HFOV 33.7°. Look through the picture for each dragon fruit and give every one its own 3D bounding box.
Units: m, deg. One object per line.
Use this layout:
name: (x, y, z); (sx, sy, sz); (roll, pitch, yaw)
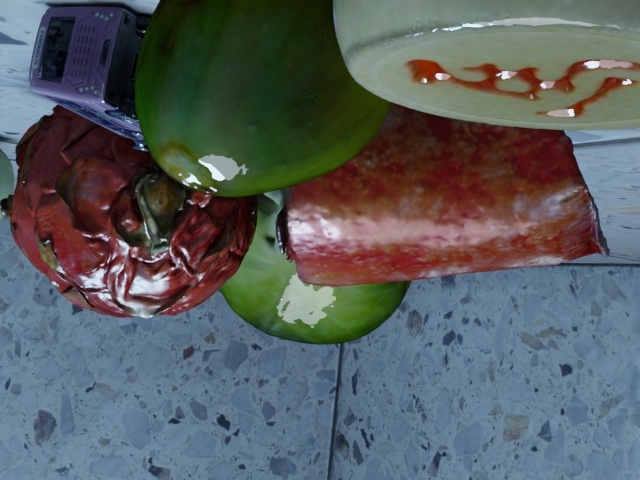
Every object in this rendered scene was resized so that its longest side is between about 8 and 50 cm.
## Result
dragon fruit: (-0.222, -0.043, 1.234); (0.277, 0.278, 0.342); (8, -176, -29)

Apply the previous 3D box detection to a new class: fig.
fig: (-0.046, -0.113, 0.762); (0.181, 0.191, 0.181); (27, 149, 18)

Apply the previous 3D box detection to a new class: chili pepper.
chili pepper: (0.115, -0.077, 1.027); (0.305, 0.229, 0.251); (-7, 144, 8)

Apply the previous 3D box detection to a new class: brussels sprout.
brussels sprout: (-0.005, 0.003, 1.496); (0.289, 0.281, 0.355); (22, 161, 5)

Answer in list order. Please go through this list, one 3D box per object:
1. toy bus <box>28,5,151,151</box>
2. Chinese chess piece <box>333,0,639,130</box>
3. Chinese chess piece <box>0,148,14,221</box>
toy bus: (-0.180, -0.147, 0.992); (0.108, 0.096, 0.199); (8, 174, 19)
Chinese chess piece: (0.140, -0.140, 0.642); (0.273, 0.102, 0.273); (6, 175, 0)
Chinese chess piece: (-0.585, -0.079, 1.727); (0.188, 0.189, 0.083); (2, 162, 36)
